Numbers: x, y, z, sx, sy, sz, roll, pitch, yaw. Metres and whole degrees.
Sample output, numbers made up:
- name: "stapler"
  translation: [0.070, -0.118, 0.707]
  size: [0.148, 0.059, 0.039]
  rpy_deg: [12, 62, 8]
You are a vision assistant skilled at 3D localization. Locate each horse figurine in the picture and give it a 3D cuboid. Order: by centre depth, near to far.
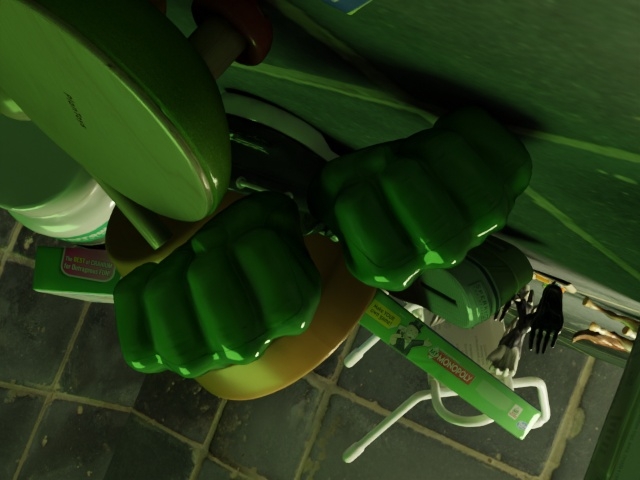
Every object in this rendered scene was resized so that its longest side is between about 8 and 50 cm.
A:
- name: "horse figurine"
  translation: [0.456, 0.144, 1.464]
  size: [0.174, 0.066, 0.263]
  rpy_deg: [29, 173, -18]

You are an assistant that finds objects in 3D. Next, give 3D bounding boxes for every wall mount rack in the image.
- name: "wall mount rack"
  translation: [0.171, 0.188, 1.594]
  size: [0.304, 0.130, 0.350]
  rpy_deg: [-9, -145, 9]

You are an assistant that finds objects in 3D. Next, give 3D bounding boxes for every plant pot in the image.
- name: "plant pot"
  translation: [-0.098, 0.002, 1.203]
  size: [0.203, 0.291, 0.291]
  rpy_deg: [45, 164, -34]

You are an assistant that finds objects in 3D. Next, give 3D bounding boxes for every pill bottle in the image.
- name: "pill bottle"
  translation: [-0.322, -0.094, 1.495]
  size: [0.204, 0.204, 0.361]
  rpy_deg: [21, 177, 16]

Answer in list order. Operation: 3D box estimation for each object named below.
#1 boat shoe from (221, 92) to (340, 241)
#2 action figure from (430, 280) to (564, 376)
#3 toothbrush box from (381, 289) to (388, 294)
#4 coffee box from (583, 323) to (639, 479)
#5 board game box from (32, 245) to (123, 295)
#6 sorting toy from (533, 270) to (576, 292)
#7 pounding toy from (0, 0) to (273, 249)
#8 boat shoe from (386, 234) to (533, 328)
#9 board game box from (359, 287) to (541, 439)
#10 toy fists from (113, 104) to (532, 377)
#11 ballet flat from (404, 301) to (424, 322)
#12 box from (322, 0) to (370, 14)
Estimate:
- name: "boat shoe"
  translation: [-0.005, -0.049, 1.068]
  size: [0.302, 0.091, 0.114]
  rpy_deg: [25, 176, -42]
- name: "action figure"
  translation: [0.224, 0.090, 1.445]
  size: [0.164, 0.141, 0.275]
  rpy_deg: [32, 175, -4]
- name: "toothbrush box"
  translation: [-0.034, -0.014, 1.577]
  size: [0.295, 0.126, 0.216]
  rpy_deg: [21, 177, 13]
- name: "coffee box"
  translation: [0.461, 0.276, 1.133]
  size: [0.334, 0.338, 0.337]
  rpy_deg: [21, 177, 13]
- name: "board game box"
  translation: [-0.227, 0.061, 1.592]
  size: [0.316, 0.064, 0.242]
  rpy_deg: [3, 174, 7]
- name: "sorting toy"
  translation: [0.315, 0.060, 1.462]
  size: [0.062, 0.012, 0.083]
  rpy_deg: [20, 176, 24]
- name: "pounding toy"
  translation: [-0.109, -0.105, 0.638]
  size: [0.183, 0.110, 0.237]
  rpy_deg: [41, 161, -6]
- name: "boat shoe"
  translation: [0.132, 0.019, 1.253]
  size: [0.094, 0.109, 0.302]
  rpy_deg: [-23, -153, -18]
- name: "board game box"
  translation: [0.110, 0.115, 1.329]
  size: [0.317, 0.046, 0.213]
  rpy_deg: [38, 179, -34]
- name: "toy fists"
  translation: [0.000, 0.000, 0.676]
  size: [0.142, 0.279, 0.096]
  rpy_deg: [-103, -12, -79]
- name: "ballet flat"
  translation: [0.102, 0.062, 1.922]
  size: [0.147, 0.147, 0.409]
  rpy_deg: [24, 177, -31]
- name: "box"
  translation: [-0.029, -0.127, 0.346]
  size: [0.178, 0.042, 0.109]
  rpy_deg: [24, 177, -13]
